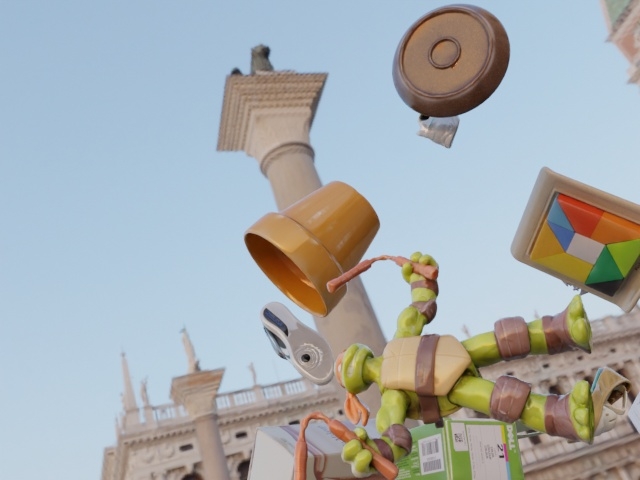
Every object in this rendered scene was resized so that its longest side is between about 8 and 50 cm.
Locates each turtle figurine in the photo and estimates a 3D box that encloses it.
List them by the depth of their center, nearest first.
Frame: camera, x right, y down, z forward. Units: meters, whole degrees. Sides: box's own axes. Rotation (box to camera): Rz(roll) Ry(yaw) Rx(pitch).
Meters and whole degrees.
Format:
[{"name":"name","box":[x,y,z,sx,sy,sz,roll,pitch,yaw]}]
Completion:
[{"name":"turtle figurine","box":[0.093,0.112,0.498,0.217,0.269,0.087,-4,-52,26]}]

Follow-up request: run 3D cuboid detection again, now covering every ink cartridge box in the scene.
[{"name":"ink cartridge box","box":[0.268,0.348,1.028,0.255,0.097,0.189,7,-26,-18]}]

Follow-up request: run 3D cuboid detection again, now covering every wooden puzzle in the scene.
[{"name":"wooden puzzle","box":[0.456,0.006,1.106,0.044,0.239,0.221,-44,-27,-34]}]

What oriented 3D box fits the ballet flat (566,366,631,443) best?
[{"name":"ballet flat","box":[0.521,0.307,1.186,0.232,0.073,0.080,-32,-44,-46]}]

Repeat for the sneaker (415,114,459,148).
[{"name":"sneaker","box":[0.185,-0.199,0.995,0.061,0.152,0.053,16,-52,6]}]

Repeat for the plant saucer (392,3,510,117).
[{"name":"plant saucer","box":[0.175,-0.255,0.890,0.168,0.168,0.029,-32,-20,18]}]

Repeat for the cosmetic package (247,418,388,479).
[{"name":"cosmetic package","box":[0.030,0.427,1.213,0.296,0.129,0.153,6,5,-35]}]

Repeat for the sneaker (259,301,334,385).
[{"name":"sneaker","box":[-0.038,0.226,1.305,0.079,0.217,0.121,-32,-35,-17]}]

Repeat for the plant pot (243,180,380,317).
[{"name":"plant pot","box":[0.000,0.000,1.146,0.188,0.205,0.205,-44,-24,-20]}]

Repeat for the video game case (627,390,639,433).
[{"name":"video game case","box":[0.387,0.134,0.580,0.042,0.210,0.232,15,-70,-5]}]

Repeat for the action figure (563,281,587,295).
[{"name":"action figure","box":[0.571,0.040,1.291,0.185,0.099,0.285,-21,-7,18]}]
